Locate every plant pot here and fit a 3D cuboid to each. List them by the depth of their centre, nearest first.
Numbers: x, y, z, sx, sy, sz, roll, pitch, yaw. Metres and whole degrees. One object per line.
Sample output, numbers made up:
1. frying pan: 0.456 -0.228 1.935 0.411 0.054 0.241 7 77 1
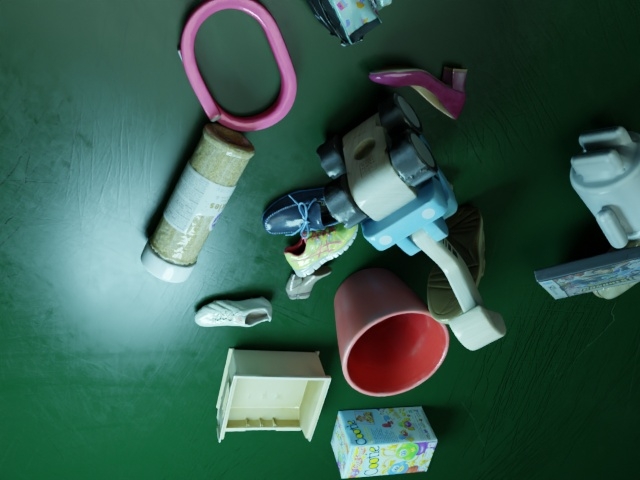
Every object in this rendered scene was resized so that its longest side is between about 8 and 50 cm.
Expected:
1. plant pot: 0.158 0.214 1.668 0.274 0.243 0.275 -7 123 -11

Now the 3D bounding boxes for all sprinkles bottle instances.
1. sprinkles bottle: -0.273 -0.078 1.434 0.121 0.121 0.356 20 114 -26

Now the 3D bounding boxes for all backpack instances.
1. backpack: 0.035 -0.488 1.233 0.144 0.166 0.188 -38 127 8

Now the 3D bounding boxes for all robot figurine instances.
1. robot figurine: 0.767 -0.133 1.643 0.353 0.199 0.300 42 68 -29

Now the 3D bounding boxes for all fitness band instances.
1. fitness band: -0.165 -0.354 1.330 0.208 0.054 0.291 -24 126 -1

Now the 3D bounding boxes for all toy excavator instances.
1. toy excavator: 0.226 -0.031 1.414 0.222 0.433 0.445 -34 128 24

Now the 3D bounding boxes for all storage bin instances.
1. storage bin: -0.139 0.432 1.797 0.262 0.123 0.261 5 120 -19

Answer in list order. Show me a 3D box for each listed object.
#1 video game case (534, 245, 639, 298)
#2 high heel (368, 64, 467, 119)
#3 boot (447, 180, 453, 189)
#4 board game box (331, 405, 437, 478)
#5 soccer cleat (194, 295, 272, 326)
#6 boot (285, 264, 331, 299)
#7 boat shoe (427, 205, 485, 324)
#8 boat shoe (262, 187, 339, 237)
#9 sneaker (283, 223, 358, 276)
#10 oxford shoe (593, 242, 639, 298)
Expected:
1. video game case: 0.738 0.091 1.756 0.274 0.035 0.248 -17 157 26
2. high heel: 0.214 -0.323 1.442 0.243 0.082 0.117 -7 114 -27
3. boot: 0.247 -0.093 1.616 0.084 0.059 0.158 26 103 -25
4. board game box: 0.189 0.612 1.992 0.275 0.144 0.142 2 122 -16
5. soccer cleat: -0.217 0.186 1.645 0.196 0.076 0.068 -9 124 -10
6. boot: -0.031 0.110 1.676 0.118 0.042 0.087 -5 129 -11
7. boat shoe: 0.349 0.072 1.599 0.121 0.341 0.110 -1 139 31
8. boat shoe: -0.011 -0.073 1.531 0.258 0.089 0.109 -21 125 -2
9. sneaker: 0.000 0.000 1.588 0.208 0.081 0.094 -39 119 9
10. oxford shoe: 0.938 0.035 1.834 0.140 0.147 0.397 29 111 -32
